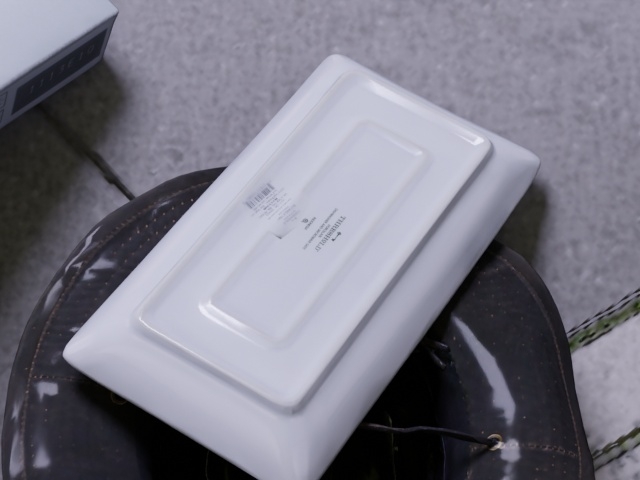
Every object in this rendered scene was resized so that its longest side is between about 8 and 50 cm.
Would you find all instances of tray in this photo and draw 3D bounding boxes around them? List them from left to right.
[{"bbox_3d":[0.000,0.000,0.901,0.145,0.030,0.270,28,53,15],"label":"tray"}]

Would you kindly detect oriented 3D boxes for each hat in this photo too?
[{"bbox_3d":[-0.016,0.123,0.904,0.331,0.134,0.331,5,51,-6],"label":"hat"}]

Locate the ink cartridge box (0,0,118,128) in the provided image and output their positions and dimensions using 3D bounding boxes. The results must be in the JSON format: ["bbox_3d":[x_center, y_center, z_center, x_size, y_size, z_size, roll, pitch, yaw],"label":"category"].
[{"bbox_3d":[-0.292,-0.130,0.948,0.239,0.060,0.275,46,59,7],"label":"ink cartridge box"}]
